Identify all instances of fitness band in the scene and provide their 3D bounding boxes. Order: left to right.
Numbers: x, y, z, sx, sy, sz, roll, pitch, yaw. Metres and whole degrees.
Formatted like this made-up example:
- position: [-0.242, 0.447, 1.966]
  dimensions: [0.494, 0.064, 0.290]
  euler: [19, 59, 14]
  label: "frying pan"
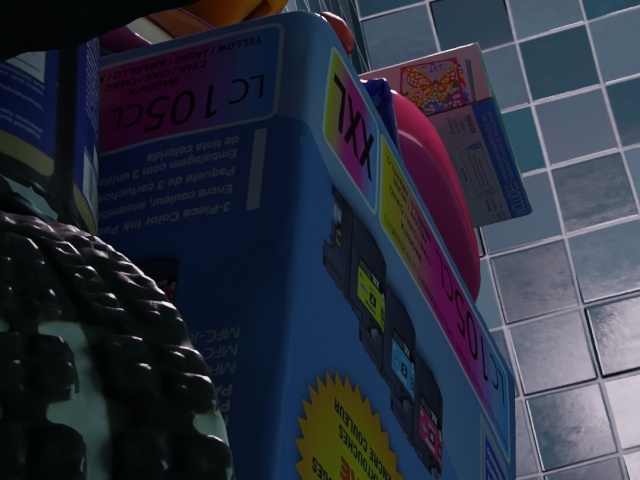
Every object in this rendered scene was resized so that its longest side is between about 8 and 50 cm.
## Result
- position: [0.000, 0.000, 1.341]
  dimensions: [0.291, 0.209, 0.054]
  euler: [66, 14, -49]
  label: "fitness band"

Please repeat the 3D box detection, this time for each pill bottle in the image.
- position: [-0.144, -0.053, 0.729]
  dimensions: [0.219, 0.123, 0.123]
  euler: [-96, 169, -47]
  label: "pill bottle"

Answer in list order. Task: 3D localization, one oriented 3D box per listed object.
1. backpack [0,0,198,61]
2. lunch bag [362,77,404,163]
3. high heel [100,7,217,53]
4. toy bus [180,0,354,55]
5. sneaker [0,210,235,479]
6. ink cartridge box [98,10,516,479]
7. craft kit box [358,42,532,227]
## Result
- position: [-0.115, -0.192, 0.613]
  dimensions: [0.213, 0.263, 0.276]
  euler: [33, -32, 28]
  label: "backpack"
- position: [0.013, 0.092, 1.118]
  dimensions: [0.221, 0.138, 0.293]
  euler: [116, -47, -67]
  label: "lunch bag"
- position: [-0.103, -0.150, 1.228]
  dimensions: [0.244, 0.117, 0.082]
  euler: [67, 11, -48]
  label: "high heel"
- position: [-0.087, -0.183, 1.405]
  dimensions: [0.104, 0.191, 0.202]
  euler: [-31, 116, -46]
  label: "toy bus"
- position: [-0.116, 0.185, 0.520]
  dimensions: [0.182, 0.158, 0.410]
  euler: [120, -25, -57]
  label: "sneaker"
- position: [-0.027, 0.143, 0.766]
  dimensions: [0.395, 0.151, 0.270]
  euler: [-83, 153, -42]
  label: "ink cartridge box"
- position: [0.032, -0.054, 1.544]
  dimensions: [0.250, 0.247, 0.061]
  euler: [59, 15, -66]
  label: "craft kit box"
